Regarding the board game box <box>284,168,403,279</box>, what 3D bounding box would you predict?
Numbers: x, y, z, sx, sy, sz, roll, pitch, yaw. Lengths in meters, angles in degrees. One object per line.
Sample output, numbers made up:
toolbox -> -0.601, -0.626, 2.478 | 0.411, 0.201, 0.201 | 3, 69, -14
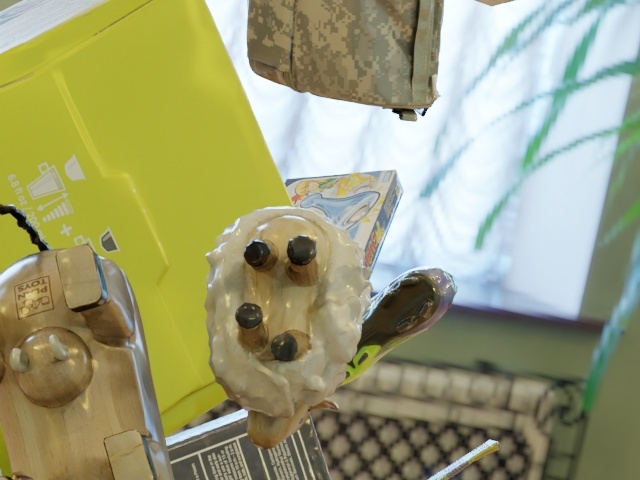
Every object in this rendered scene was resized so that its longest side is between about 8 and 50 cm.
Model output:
board game box -> 0.000, 0.000, 1.745 | 0.136, 0.035, 0.201 | -5, 36, 23

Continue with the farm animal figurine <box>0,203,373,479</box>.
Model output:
farm animal figurine -> -0.137, 0.148, 0.839 | 0.330, 0.327, 0.172 | -1, -13, 5

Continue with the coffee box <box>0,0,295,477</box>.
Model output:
coffee box -> -0.248, -0.005, 1.384 | 0.338, 0.338, 0.334 | -31, 17, -25

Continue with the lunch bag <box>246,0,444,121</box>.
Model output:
lunch bag -> 0.054, -0.329, 2.149 | 0.212, 0.305, 0.256 | -13, 26, -40

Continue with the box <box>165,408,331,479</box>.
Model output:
box -> -0.136, 0.390, 2.098 | 0.294, 0.296, 0.182 | -17, -2, -33

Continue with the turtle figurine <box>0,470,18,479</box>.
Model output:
turtle figurine -> -0.246, 0.226, 1.091 | 0.197, 0.266, 0.274 | -9, -22, 20

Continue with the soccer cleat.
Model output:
soccer cleat -> 0.075, 0.129, 2.293 | 0.289, 0.093, 0.121 | -34, -11, 28

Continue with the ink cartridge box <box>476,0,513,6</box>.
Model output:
ink cartridge box -> 0.204, -0.295, 1.746 | 0.088, 0.052, 0.122 | 10, -13, -44

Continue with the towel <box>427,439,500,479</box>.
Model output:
towel -> 0.144, 0.224, 1.628 | 0.083, 0.009, 0.060 | -33, -3, -2
